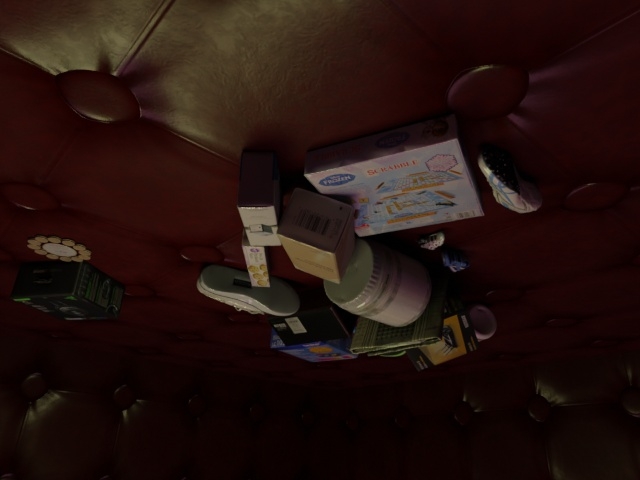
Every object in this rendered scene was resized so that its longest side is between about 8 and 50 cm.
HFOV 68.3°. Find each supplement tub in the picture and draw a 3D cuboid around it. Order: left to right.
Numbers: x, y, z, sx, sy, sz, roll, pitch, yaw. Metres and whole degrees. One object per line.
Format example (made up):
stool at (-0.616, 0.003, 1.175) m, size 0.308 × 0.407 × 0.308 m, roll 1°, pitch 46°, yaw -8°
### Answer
supplement tub at (0.594, 0.346, 1.905) m, size 0.144 × 0.144 × 0.200 m, roll 10°, pitch 153°, yaw -16°

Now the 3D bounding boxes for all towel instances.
towel at (0.262, 0.233, 1.522) m, size 0.312 × 0.324 × 0.056 m, roll -16°, pitch 120°, yaw 31°

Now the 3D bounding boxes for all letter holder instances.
letter holder at (-0.013, 0.259, 1.794) m, size 0.302 × 0.214 × 0.152 m, roll -16°, pitch 117°, yaw 33°

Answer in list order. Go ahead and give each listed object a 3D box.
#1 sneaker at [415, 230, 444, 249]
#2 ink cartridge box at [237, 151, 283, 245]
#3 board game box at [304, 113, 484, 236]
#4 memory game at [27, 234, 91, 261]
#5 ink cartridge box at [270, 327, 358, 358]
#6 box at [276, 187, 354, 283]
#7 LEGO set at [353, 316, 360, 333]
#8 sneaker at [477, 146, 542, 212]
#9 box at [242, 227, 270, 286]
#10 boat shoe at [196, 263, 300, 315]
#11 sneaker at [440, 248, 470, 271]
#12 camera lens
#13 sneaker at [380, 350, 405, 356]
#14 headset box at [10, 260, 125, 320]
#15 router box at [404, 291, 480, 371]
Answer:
sneaker at (0.304, -0.001, 1.330) m, size 0.069 × 0.038 × 0.098 m, roll 6°, pitch 153°, yaw -10°
ink cartridge box at (-0.131, -0.089, 1.062) m, size 0.082 × 0.140 × 0.191 m, roll -1°, pitch 155°, yaw 2°
board game box at (0.176, -0.123, 1.054) m, size 0.318 × 0.066 × 0.318 m, roll -10°, pitch 152°, yaw 23°
memory game at (-0.824, 0.027, 1.491) m, size 0.186 × 0.012 × 0.186 m, roll 2°, pitch 154°, yaw 1°
ink cartridge box at (-0.038, 0.429, 2.121) m, size 0.270 × 0.151 × 0.395 m, roll -15°, pitch 148°, yaw 30°
box at (0.000, 0.000, 1.168) m, size 0.148 × 0.121 × 0.311 m, roll 19°, pitch 165°, yaw 12°
LEGO set at (0.100, 0.342, 1.995) m, size 0.093 × 0.087 × 0.227 m, roll -8°, pitch 151°, yaw 18°
sneaker at (0.400, -0.122, 1.028) m, size 0.086 × 0.085 × 0.237 m, roll -13°, pitch 148°, yaw 43°
box at (-0.193, 0.060, 1.459) m, size 0.067 × 0.063 × 0.324 m, roll 2°, pitch 154°, yaw -3°
boat shoe at (-0.261, 0.195, 1.663) m, size 0.367 × 0.136 × 0.156 m, roll 17°, pitch 150°, yaw -22°
sneaker at (0.407, 0.056, 1.428) m, size 0.059 × 0.053 × 0.144 m, roll -15°, pitch 158°, yaw 32°
camera lens at (0.174, 0.125, 1.391) m, size 0.274 × 0.219 × 0.219 m, roll 24°, pitch 147°, yaw -37°
sneaker at (0.297, 0.305, 1.834) m, size 0.202 × 0.185 × 0.483 m, roll 13°, pitch 142°, yaw -11°
headset box at (-0.889, 0.179, 1.673) m, size 0.246 × 0.131 × 0.283 m, roll -4°, pitch 153°, yaw 10°
router box at (0.402, 0.323, 1.627) m, size 0.243 × 0.081 × 0.309 m, roll -24°, pitch 138°, yaw 10°
